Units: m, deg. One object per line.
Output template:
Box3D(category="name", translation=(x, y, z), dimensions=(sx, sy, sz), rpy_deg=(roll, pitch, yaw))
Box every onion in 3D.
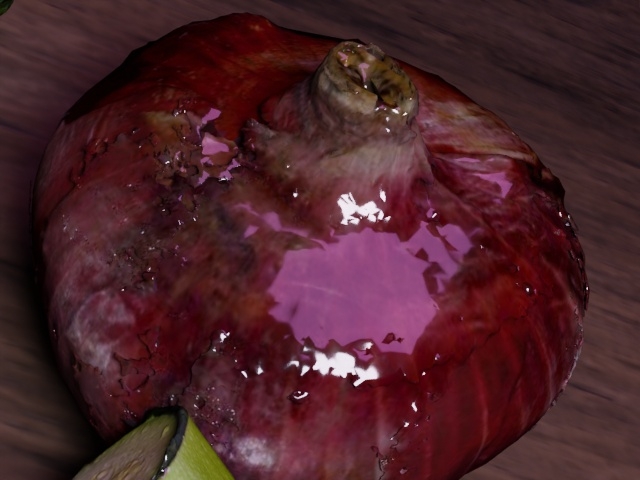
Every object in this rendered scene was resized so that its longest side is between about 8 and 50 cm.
Box3D(category="onion", translation=(0.000, 0.000, 0.850), dimensions=(0.252, 0.219, 0.252), rpy_deg=(12, 46, -13))

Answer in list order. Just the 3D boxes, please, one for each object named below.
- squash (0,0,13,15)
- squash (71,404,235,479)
Box3D(category="squash", translation=(-0.222, -0.074, 0.870), dimensions=(0.087, 0.087, 0.331), rpy_deg=(40, 39, 4))
Box3D(category="squash", translation=(-0.030, 0.163, 0.759), dimensions=(0.188, 0.095, 0.095), rpy_deg=(51, 39, -15))
